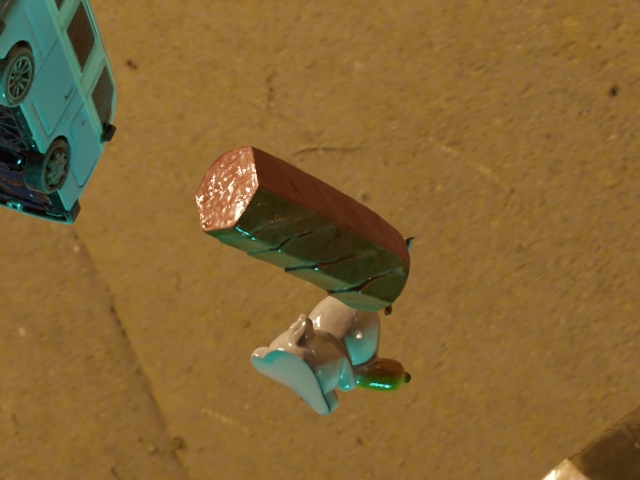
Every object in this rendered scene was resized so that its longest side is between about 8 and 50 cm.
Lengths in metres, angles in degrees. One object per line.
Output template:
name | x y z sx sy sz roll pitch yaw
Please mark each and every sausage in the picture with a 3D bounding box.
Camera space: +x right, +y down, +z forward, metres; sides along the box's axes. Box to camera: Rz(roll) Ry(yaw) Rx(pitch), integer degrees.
sausage | 0.001 -0.001 0.876 0.065 0.169 0.065 -24 53 36

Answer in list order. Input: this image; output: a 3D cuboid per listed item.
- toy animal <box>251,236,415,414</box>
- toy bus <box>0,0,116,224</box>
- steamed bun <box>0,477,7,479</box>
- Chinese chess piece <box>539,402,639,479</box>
toy animal | 0.034 0.083 1.368 0.131 0.181 0.127 28 136 21
toy bus | -0.259 -0.149 1.153 0.133 0.165 0.271 17 152 14
steamed bun | -0.361 0.399 1.541 0.379 0.235 0.248 37 168 -30
Chinese chess piece | 0.213 0.196 0.941 0.103 0.249 0.250 53 130 22
